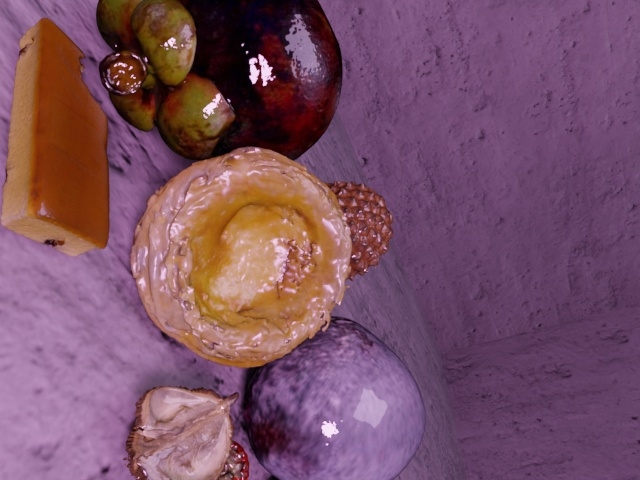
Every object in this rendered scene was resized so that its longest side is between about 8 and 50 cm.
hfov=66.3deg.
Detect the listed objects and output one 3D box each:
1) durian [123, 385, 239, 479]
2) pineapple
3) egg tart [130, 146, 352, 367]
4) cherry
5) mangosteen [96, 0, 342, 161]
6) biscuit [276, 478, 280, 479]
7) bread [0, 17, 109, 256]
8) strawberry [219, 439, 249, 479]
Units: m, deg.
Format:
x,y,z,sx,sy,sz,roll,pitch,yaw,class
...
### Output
x,y,z,sx,sy,sz,roll,pitch,yaw,class
-0.138,0.190,0.483,0.140,0.071,0.110,-23,89,-59,durian
0.001,-0.002,0.991,0.357,0.223,0.222,-27,98,-57,pineapple
-0.095,0.020,0.618,0.288,0.118,0.288,-7,101,-35,egg tart
0.022,0.237,0.708,0.255,0.218,0.296,54,24,12,cherry
-0.119,-0.225,0.653,0.311,0.311,0.311,-18,90,-75,mangosteen
-0.054,0.371,0.634,0.099,0.038,0.322,71,16,10,biscuit
-0.250,-0.101,0.472,0.088,0.049,0.226,44,31,-60,bread
-0.113,0.257,0.531,0.083,0.074,0.073,110,-20,-49,strawberry
